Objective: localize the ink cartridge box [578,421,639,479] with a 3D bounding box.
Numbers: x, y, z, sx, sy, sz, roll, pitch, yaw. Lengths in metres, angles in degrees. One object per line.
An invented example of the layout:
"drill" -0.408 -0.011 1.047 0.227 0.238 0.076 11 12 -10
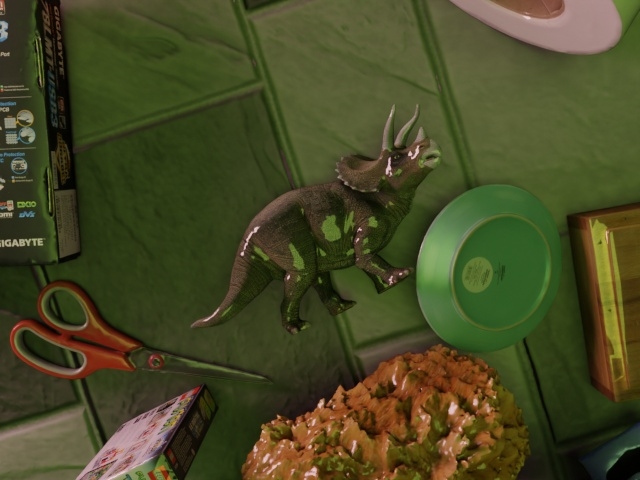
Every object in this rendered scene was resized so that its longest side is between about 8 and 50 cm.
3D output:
"ink cartridge box" 0.439 0.383 0.713 0.270 0.151 0.395 -34 96 4

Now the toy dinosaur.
"toy dinosaur" 0.000 0.000 0.721 0.314 0.121 0.160 -27 82 7

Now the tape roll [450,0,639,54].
"tape roll" 0.209 -0.309 0.612 0.246 0.246 0.169 31 94 -2

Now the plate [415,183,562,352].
"plate" 0.191 0.033 0.718 0.188 0.024 0.188 -4 100 -21

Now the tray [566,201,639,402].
"tray" 0.498 0.037 0.723 0.411 0.076 0.202 -10 94 2

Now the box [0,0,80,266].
"box" -0.425 -0.114 0.721 0.296 0.073 0.293 -3 94 1

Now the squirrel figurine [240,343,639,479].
"squirrel figurine" 0.131 0.275 0.599 0.371 0.281 0.396 -29 64 16

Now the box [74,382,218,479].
"box" -0.177 0.214 0.678 0.114 0.207 0.036 -27 94 3

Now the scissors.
"scissors" -0.209 0.143 0.769 0.297 0.021 0.108 25 92 -2
